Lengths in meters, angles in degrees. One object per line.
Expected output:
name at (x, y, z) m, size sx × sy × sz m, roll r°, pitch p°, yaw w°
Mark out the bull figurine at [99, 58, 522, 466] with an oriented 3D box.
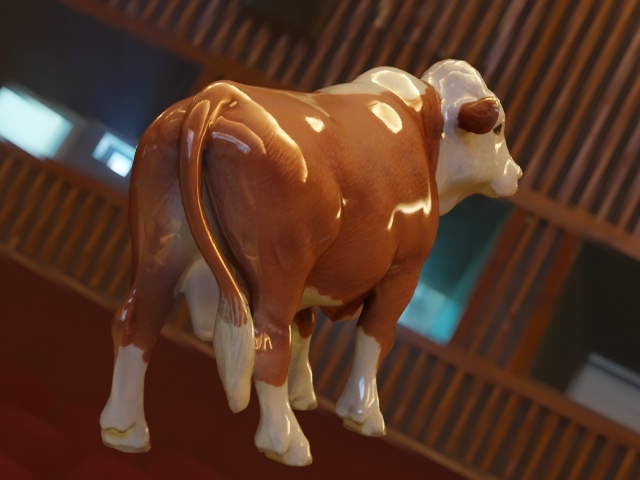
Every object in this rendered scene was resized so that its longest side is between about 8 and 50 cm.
bull figurine at (0.000, 0.000, 0.950) m, size 0.101 × 0.188 × 0.310 m, roll 11°, pitch 6°, yaw 28°
